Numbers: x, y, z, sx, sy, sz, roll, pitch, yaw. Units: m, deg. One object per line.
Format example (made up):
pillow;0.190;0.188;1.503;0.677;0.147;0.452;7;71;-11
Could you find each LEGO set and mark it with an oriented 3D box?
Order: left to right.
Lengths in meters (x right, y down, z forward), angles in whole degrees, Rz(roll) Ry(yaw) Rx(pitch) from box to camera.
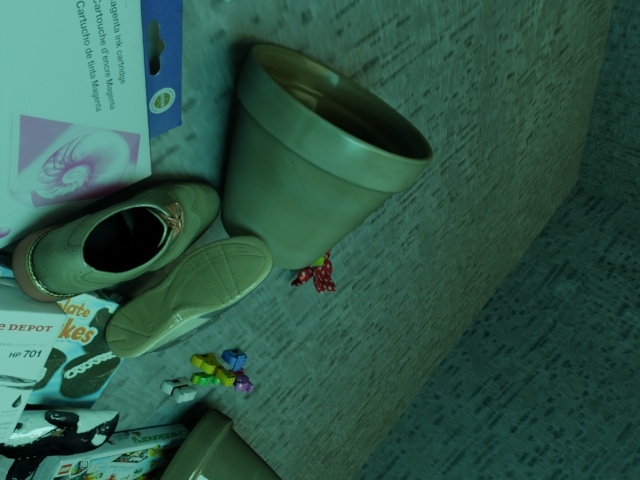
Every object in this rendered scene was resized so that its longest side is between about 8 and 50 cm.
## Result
LEGO set;-0.211;0.293;1.081;0.227;0.093;0.087;7;110;-54

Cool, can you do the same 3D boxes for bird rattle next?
bird rattle;0.000;0.000;1.100;0.207;0.142;0.253;-68;152;-15

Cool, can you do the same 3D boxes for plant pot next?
plant pot;-0.207;0.534;1.080;0.263;0.229;0.263;-59;174;-10
plant pot;-0.024;-0.113;0.839;0.323;0.323;0.281;-7;135;-50

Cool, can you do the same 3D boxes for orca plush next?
orca plush;-0.434;0.298;0.725;0.287;0.151;0.102;30;53;-57

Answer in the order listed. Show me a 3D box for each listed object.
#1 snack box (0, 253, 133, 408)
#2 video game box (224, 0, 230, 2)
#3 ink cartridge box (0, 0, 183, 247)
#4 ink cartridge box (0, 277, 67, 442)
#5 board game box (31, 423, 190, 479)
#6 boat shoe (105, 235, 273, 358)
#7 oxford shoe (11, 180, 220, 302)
snack box;-0.416;0.135;0.720;0.187;0.060;0.322;-57;146;-3
video game box;-0.057;-0.411;0.638;0.048;0.187;0.205;31;90;-28
ink cartridge box;-0.272;-0.157;0.560;0.330;0.071;0.324;-35;164;-30
ink cartridge box;-0.417;0.145;0.600;0.139;0.082;0.191;18;103;-55
board game box;-0.416;0.470;0.994;0.305;0.053;0.193;19;101;-56
boat shoe;-0.197;0.090;0.796;0.285;0.103;0.092;-35;164;0
oxford shoe;-0.231;-0.011;0.710;0.348;0.130;0.123;-43;118;-56
